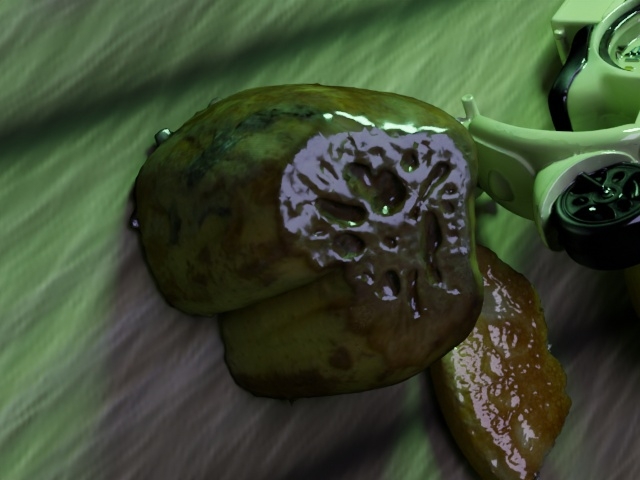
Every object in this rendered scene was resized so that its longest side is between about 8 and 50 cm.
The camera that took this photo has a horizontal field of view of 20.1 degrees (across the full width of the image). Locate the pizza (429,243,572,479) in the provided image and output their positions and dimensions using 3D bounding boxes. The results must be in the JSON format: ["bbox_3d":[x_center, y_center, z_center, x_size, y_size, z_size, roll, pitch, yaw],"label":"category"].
[{"bbox_3d":[0.166,0.120,1.729,0.134,0.056,0.271,-18,83,-30],"label":"pizza"}]

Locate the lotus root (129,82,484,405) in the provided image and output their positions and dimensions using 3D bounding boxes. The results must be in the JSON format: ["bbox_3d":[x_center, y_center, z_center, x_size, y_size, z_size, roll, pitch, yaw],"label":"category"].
[{"bbox_3d":[0.000,0.000,1.583,0.316,0.250,0.316,3,83,-25],"label":"lotus root"}]

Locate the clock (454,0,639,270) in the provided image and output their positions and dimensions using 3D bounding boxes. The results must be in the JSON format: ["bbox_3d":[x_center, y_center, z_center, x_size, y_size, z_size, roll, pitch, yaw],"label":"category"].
[{"bbox_3d":[0.272,-0.119,1.750,0.379,0.276,0.120,-47,130,-35],"label":"clock"}]

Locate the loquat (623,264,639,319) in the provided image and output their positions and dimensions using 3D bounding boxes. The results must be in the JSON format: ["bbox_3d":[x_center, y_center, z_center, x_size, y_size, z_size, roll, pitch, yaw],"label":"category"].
[{"bbox_3d":[0.433,0.000,1.799,0.275,0.275,0.275,9,71,-28],"label":"loquat"}]
